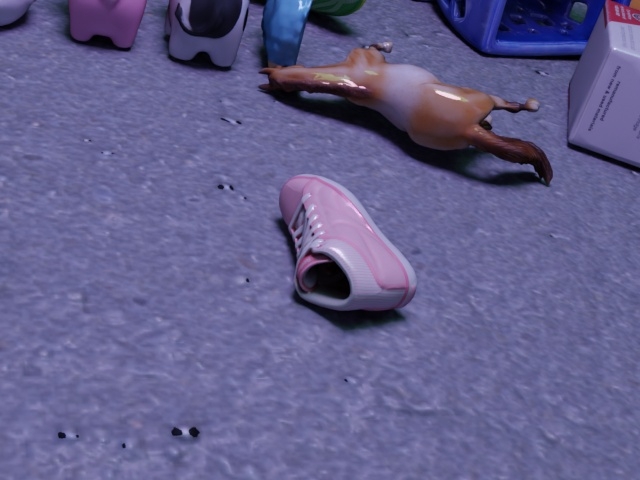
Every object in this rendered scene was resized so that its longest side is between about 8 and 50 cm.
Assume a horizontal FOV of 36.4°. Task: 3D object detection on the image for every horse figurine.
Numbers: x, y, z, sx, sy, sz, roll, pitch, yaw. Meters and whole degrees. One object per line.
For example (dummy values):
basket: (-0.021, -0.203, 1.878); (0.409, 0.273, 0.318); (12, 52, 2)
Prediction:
horse figurine: (0.096, -0.131, 0.912); (0.263, 0.066, 0.174); (30, 27, 24)

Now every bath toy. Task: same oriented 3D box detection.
bath toy: (-0.176, -0.259, 0.906); (0.348, 0.129, 0.151); (4, 40, -19)

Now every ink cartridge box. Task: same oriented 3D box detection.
ink cartridge box: (0.414, -0.140, 1.039); (0.273, 0.114, 0.197); (21, 30, 3)

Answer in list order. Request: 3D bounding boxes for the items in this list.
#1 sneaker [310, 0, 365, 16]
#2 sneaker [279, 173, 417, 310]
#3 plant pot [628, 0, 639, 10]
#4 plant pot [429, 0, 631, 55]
sneaker: (-0.079, -0.318, 1.106); (0.295, 0.109, 0.123); (25, 46, 19)
sneaker: (0.000, 0.000, 0.665); (0.070, 0.051, 0.134); (-8, 43, -44)
plant pot: (0.487, -0.272, 1.218); (0.188, 0.205, 0.205); (19, 29, 22)
plant pot: (0.259, -0.380, 1.241); (0.236, 0.236, 0.212); (-6, 32, -33)
